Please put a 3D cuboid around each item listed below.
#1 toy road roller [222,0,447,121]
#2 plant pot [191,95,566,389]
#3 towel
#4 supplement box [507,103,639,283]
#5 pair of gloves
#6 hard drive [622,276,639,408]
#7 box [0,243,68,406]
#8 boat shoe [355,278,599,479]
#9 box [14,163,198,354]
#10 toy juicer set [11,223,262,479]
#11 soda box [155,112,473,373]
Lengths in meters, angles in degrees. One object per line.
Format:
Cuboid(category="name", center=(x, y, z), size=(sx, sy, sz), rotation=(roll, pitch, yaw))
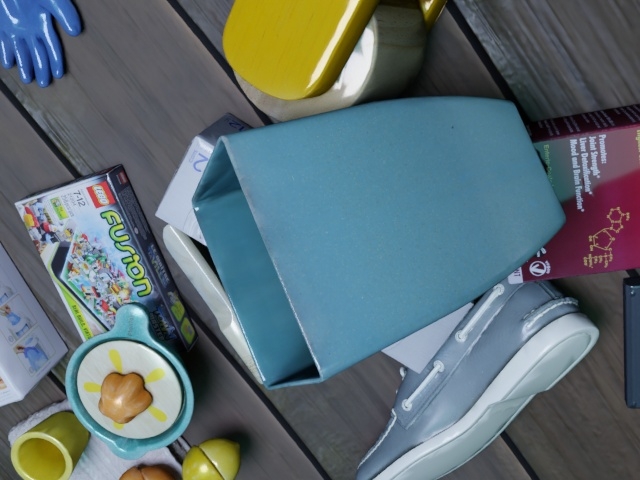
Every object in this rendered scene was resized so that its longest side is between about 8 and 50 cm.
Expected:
Cuboid(category="toy road roller", center=(0.002, -0.273, 0.556), size=(0.241, 0.202, 0.329), rotation=(32, 114, 13))
Cuboid(category="plant pot", center=(0.049, -0.012, 0.576), size=(0.234, 0.166, 0.165), rotation=(-21, 84, -19))
Cuboid(category="towel", center=(-0.225, 0.297, 0.897), size=(0.187, 0.049, 0.282), rotation=(-30, 103, 19))
Cuboid(category="supplement box", center=(0.273, -0.047, 0.653), size=(0.240, 0.073, 0.130), rotation=(-9, 109, 13))
Cuboid(category="pair of gloves", center=(-0.324, -0.224, 0.725), size=(0.198, 0.023, 0.159), rotation=(0, 113, 12))
Cuboid(category="hard drive", center=(0.340, 0.098, 0.723), size=(0.094, 0.022, 0.135), rotation=(-4, 110, 12))
Cuboid(category="box", center=(-0.387, 0.076, 0.811), size=(0.114, 0.103, 0.203), rotation=(-21, 106, 17))
Cuboid(category="boat shoe", center=(0.134, 0.152, 0.764), size=(0.319, 0.116, 0.099), rotation=(-51, 52, 30))
Cuboid(category="box", center=(-0.221, 0.034, 0.799), size=(0.114, 0.036, 0.206), rotation=(-16, 107, 16))
Cuboid(category="toy juicer set", center=(-0.159, 0.170, 0.768), size=(0.209, 0.089, 0.329), rotation=(36, 110, -3))
Cuboid(category="soda box", center=(0.000, 0.000, 0.710), size=(0.286, 0.098, 0.091), rotation=(31, 114, -3))
